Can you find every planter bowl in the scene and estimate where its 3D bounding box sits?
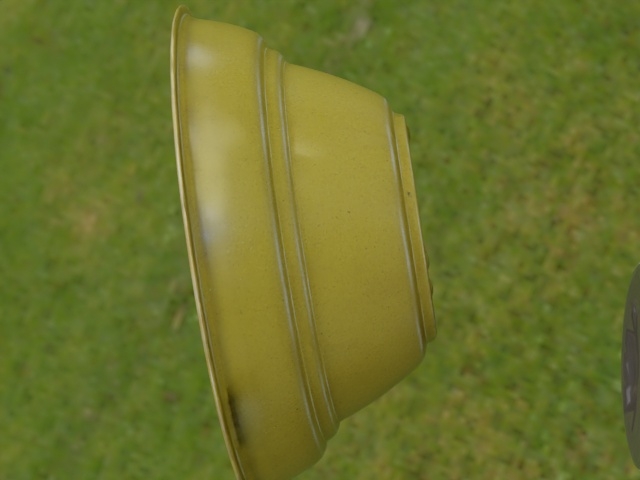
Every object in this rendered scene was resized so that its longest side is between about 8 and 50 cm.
[{"bbox_3d":[0.000,0.000,0.806,0.217,0.090,0.217,-9,-90,-87],"label":"planter bowl"}]

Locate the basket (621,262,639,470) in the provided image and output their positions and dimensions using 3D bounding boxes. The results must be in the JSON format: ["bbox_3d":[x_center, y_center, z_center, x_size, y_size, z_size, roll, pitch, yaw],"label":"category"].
[{"bbox_3d":[0.303,0.079,1.131,0.154,0.226,0.204,-96,6,-78],"label":"basket"}]
